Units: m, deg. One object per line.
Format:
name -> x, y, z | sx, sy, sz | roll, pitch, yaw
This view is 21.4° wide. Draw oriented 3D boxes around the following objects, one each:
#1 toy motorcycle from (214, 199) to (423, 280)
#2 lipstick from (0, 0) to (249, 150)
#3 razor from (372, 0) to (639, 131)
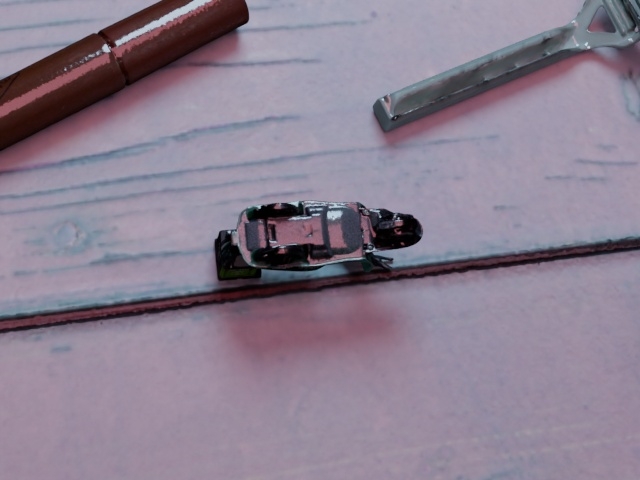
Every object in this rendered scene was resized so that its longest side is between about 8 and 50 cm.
toy motorcycle -> 0.000, 0.000, 1.445 | 0.173, 0.100, 0.058 | -4, 76, -10
lipstick -> -0.224, -0.134, 1.458 | 0.357, 0.057, 0.057 | -29, 82, -18
razor -> 0.177, -0.166, 1.558 | 0.278, 0.056, 0.111 | -24, 79, -10
